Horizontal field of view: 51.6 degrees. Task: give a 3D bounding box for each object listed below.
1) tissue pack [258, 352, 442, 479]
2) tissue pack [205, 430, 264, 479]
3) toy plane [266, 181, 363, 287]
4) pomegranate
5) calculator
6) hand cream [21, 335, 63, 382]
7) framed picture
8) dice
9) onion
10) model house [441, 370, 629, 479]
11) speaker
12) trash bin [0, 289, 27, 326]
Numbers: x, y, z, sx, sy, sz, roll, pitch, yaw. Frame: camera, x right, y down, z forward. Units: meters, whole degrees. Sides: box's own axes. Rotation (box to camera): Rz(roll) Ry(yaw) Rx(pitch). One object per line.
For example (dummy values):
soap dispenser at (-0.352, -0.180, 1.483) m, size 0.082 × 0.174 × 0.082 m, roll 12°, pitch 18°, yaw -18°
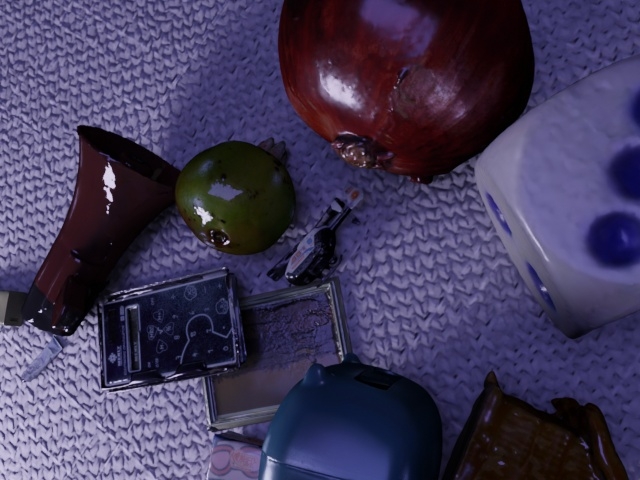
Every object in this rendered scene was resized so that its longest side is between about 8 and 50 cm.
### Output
tissue pack at (0.047, 0.254, 0.808) m, size 0.198 × 0.287 × 0.206 m, roll 10°, pitch 89°, yaw 18°
tissue pack at (-0.109, 0.367, 0.959) m, size 0.115 × 0.065 × 0.155 m, roll 9°, pitch 82°, yaw 17°
toy plane at (0.001, 0.000, 0.993) m, size 0.197 × 0.053 × 0.078 m, roll -52°, pitch 41°, yaw 6°
pomegranate at (-0.114, -0.082, 0.998) m, size 0.180 × 0.180 × 0.210 m, roll 16°, pitch 56°, yaw 20°
calculator at (-0.242, 0.144, 1.049) m, size 0.274 × 0.028 × 0.166 m, roll -14°, pitch 76°, yaw 21°
hand cream at (-0.478, 0.207, 1.134) m, size 0.030 × 0.019 × 0.093 m, roll 42°, pitch 88°, yaw 22°
framed picture at (-0.074, 0.174, 1.009) m, size 0.252 × 0.014 × 0.197 m, roll -14°, pitch 77°, yaw 15°
dice at (0.355, -0.046, 0.794) m, size 0.259 × 0.243 × 0.251 m, roll -28°, pitch 73°, yaw 8°
onion at (0.102, -0.250, 0.855) m, size 0.341 × 0.341 × 0.341 m, roll -3°, pitch 79°, yaw 17°
model house at (0.266, 0.285, 0.775) m, size 0.229 × 0.199 × 0.220 m, roll 24°, pitch 80°, yaw 19°
speaker at (-0.335, 0.018, 1.031) m, size 0.259 × 0.198 × 0.330 m, roll 32°, pitch 98°, yaw 40°
trash bin at (-0.571, 0.117, 1.164) m, size 0.092 × 0.043 × 0.061 m, roll 3°, pitch 81°, yaw 19°
